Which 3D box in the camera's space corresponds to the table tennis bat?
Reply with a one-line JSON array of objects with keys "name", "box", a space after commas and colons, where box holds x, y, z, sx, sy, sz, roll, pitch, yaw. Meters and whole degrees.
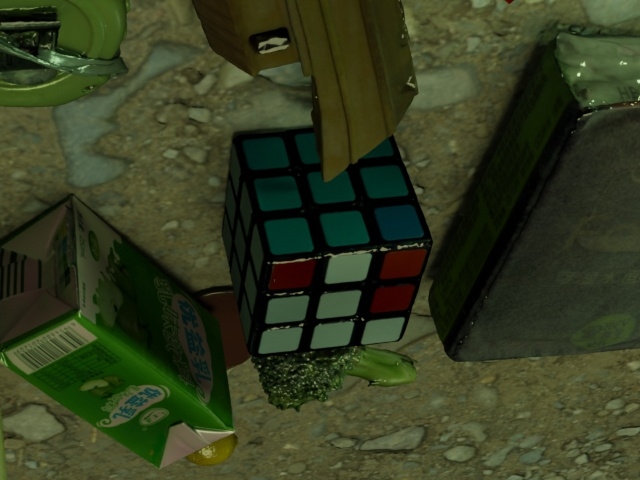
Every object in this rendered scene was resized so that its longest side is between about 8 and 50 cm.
[{"name": "table tennis bat", "box": [-0.140, 0.130, 1.433, 0.131, 0.022, 0.234, 13, 132, -33]}]

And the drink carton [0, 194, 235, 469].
[{"name": "drink carton", "box": [-0.206, 0.093, 1.243, 0.108, 0.161, 0.271, -27, 136, 16]}]

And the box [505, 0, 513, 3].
[{"name": "box", "box": [0.186, -0.281, 1.011, 0.175, 0.048, 0.112, -37, 138, 25]}]

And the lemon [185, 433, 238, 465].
[{"name": "lemon", "box": [-0.138, 0.247, 1.544, 0.083, 0.062, 0.062, 10, 136, -36]}]

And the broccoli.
[{"name": "broccoli", "box": [0.022, 0.127, 1.314, 0.204, 0.118, 0.122, 12, 122, -36]}]

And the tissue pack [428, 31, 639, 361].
[{"name": "tissue pack", "box": [0.302, -0.033, 1.304, 0.288, 0.124, 0.394, -1, 140, -19]}]

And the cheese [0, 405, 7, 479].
[{"name": "cheese", "box": [-0.420, 0.156, 1.159, 0.243, 0.265, 0.124, -8, 142, -11]}]

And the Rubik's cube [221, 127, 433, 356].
[{"name": "Rubik's cube", "box": [0.000, 0.000, 1.204, 0.162, 0.160, 0.163, -5, 142, -15]}]

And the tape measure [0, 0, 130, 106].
[{"name": "tape measure", "box": [-0.234, -0.170, 0.950, 0.200, 0.106, 0.175, 1, 143, -24]}]

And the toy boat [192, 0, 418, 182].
[{"name": "toy boat", "box": [-0.025, -0.206, 0.965, 0.162, 0.136, 0.445, -14, 144, 6]}]
